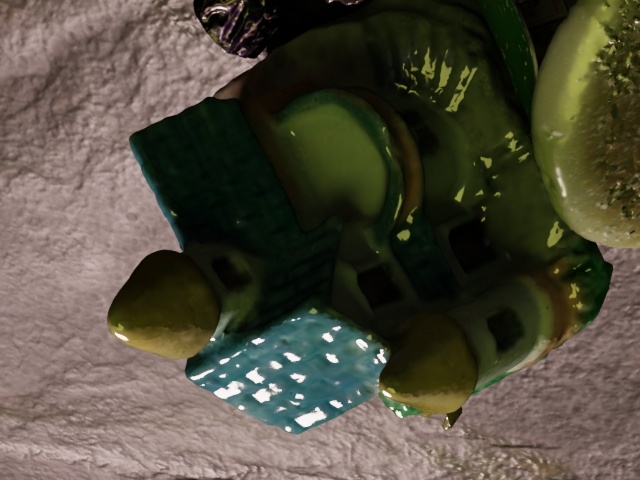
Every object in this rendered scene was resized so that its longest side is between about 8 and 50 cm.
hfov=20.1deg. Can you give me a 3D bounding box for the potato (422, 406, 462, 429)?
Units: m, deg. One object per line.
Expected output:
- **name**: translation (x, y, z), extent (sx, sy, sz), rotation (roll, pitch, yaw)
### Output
- **potato**: translation (0.082, 0.046, 1.346), extent (0.117, 0.090, 0.225), rotation (14, 131, 11)

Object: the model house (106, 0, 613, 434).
- **model house**: translation (0.000, 0.000, 1.113), extent (0.194, 0.325, 0.267), rotation (-29, 86, 35)

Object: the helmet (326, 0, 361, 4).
- **helmet**: translation (0.111, -0.250, 0.975), extent (0.177, 0.225, 0.305), rotation (11, 124, -35)

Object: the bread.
- **bread**: translation (0.241, -0.100, 1.092), extent (0.267, 0.040, 0.267), rotation (-20, 134, -22)

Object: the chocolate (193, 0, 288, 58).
- **chocolate**: translation (-0.013, -0.180, 1.201), extent (0.147, 0.070, 0.072), rotation (-29, 108, 24)

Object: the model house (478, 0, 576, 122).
- **model house**: translation (0.142, -0.167, 1.108), extent (0.088, 0.167, 0.117), rotation (-19, 157, -1)
